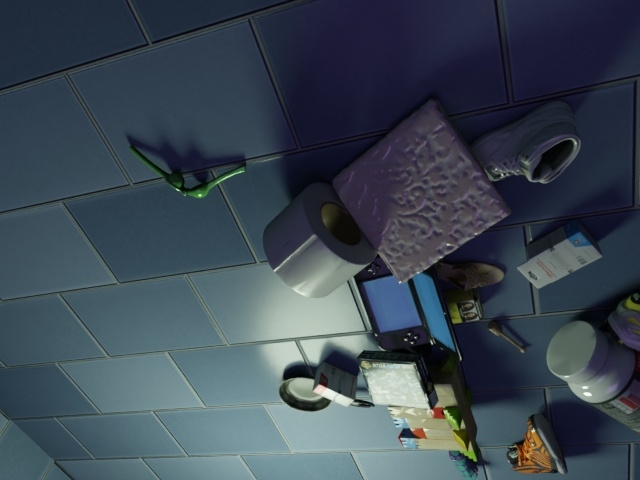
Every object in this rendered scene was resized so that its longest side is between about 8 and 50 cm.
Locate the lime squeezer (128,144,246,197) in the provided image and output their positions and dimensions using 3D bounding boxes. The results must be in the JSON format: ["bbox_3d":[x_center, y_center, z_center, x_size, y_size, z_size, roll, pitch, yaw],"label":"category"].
[{"bbox_3d":[-0.354,-0.168,1.433,0.311,0.058,0.109,11,130,4],"label":"lime squeezer"}]

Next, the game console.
[{"bbox_3d":[0.226,0.186,1.472,0.250,0.173,0.293,-15,104,19],"label":"game console"}]

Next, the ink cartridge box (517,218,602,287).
[{"bbox_3d":[0.603,0.036,1.399,0.104,0.060,0.180,40,125,-21],"label":"ink cartridge box"}]

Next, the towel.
[{"bbox_3d":[0.226,-0.107,1.284,0.332,0.053,0.316,-37,84,32],"label":"towel"}]

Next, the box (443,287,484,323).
[{"bbox_3d":[0.345,0.197,1.581,0.233,0.058,0.087,-11,126,19],"label":"box"}]

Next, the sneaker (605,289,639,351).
[{"bbox_3d":[0.967,0.240,1.439,0.385,0.145,0.147,13,125,-4],"label":"sneaker"}]

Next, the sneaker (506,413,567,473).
[{"bbox_3d":[0.721,0.720,1.883,0.180,0.124,0.321,-18,122,23],"label":"sneaker"}]

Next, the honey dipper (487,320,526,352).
[{"bbox_3d":[0.560,0.292,1.636,0.161,0.030,0.030,36,126,-22],"label":"honey dipper"}]

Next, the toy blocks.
[{"bbox_3d":[0.348,0.551,1.805,0.261,0.190,0.381,-9,116,29],"label":"toy blocks"}]

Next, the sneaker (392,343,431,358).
[{"bbox_3d":[0.236,0.312,1.679,0.235,0.084,0.097,36,127,-17],"label":"sneaker"}]

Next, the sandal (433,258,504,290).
[{"bbox_3d":[0.378,0.105,1.487,0.240,0.079,0.088,11,130,2],"label":"sandal"}]

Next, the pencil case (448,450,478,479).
[{"bbox_3d":[0.537,0.830,2.047,0.070,0.064,0.151,-11,127,39],"label":"pencil case"}]

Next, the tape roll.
[{"bbox_3d":[0.000,0.000,1.375,0.246,0.246,0.169,37,127,-17],"label":"tape roll"}]

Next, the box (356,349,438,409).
[{"bbox_3d":[0.234,0.427,1.685,0.220,0.051,0.175,-8,110,41],"label":"box"}]

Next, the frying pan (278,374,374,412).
[{"bbox_3d":[0.008,0.526,1.919,0.326,0.053,0.197,-13,124,19],"label":"frying pan"}]

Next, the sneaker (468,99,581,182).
[{"bbox_3d":[0.420,-0.174,1.199,0.108,0.169,0.293,39,127,-21],"label":"sneaker"}]

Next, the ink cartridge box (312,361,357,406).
[{"bbox_3d":[0.050,0.485,1.845,0.135,0.099,0.056,27,128,-10],"label":"ink cartridge box"}]

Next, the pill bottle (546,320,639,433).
[{"bbox_3d":[0.833,0.385,1.535,0.363,0.210,0.210,31,128,-14],"label":"pill bottle"}]
